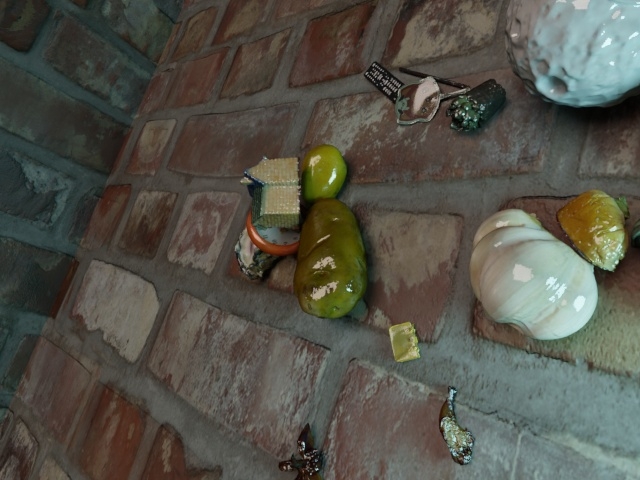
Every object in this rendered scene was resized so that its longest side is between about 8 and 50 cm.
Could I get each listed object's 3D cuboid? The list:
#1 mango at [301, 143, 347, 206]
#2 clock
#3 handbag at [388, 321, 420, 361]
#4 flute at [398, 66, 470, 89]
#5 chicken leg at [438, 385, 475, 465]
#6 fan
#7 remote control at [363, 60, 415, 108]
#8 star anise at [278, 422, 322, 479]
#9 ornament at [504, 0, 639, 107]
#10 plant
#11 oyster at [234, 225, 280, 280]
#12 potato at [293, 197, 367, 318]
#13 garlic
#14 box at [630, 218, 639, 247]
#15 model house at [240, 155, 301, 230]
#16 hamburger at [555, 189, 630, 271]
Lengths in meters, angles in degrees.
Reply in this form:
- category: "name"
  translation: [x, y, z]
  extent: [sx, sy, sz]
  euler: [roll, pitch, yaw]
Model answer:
- category: "mango"
  translation: [0.003, -0.193, 1.266]
  extent: [0.098, 0.137, 0.195]
  euler: [-149, 84, -86]
- category: "clock"
  translation: [-0.121, -0.044, 1.274]
  extent: [0.051, 0.205, 0.206]
  euler: [108, 157, -56]
- category: "handbag"
  translation: [0.196, 0.236, 0.974]
  extent: [0.061, 0.027, 0.084]
  euler: [-25, 59, 28]
- category: "flute"
  translation: [0.320, -0.469, 1.211]
  extent: [0.269, 0.014, 0.014]
  euler: [39, 96, 42]
- category: "chicken leg"
  translation: [0.268, 0.371, 0.846]
  extent: [0.062, 0.037, 0.145]
  euler: [-18, 58, 6]
- category: "fan"
  translation: [0.309, -0.396, 1.172]
  extent: [0.219, 0.009, 0.132]
  euler: [-2, 83, 36]
- category: "remote control"
  translation: [0.210, -0.482, 1.299]
  extent: [0.063, 0.025, 0.245]
  euler: [-44, 49, 16]
- category: "star anise"
  translation: [-0.058, 0.523, 0.972]
  extent: [0.158, 0.144, 0.141]
  euler: [29, 97, 42]
- category: "ornament"
  translation: [0.533, -0.422, 0.812]
  extent: [0.336, 0.337, 0.338]
  euler: [-17, 60, 32]
- category: "plant"
  translation: [0.386, -0.331, 1.047]
  extent: [0.143, 0.094, 0.092]
  euler: [-35, 65, 8]
- category: "oyster"
  translation: [-0.178, 0.003, 1.349]
  extent: [0.198, 0.092, 0.260]
  euler: [-1, 52, 36]
- category: "potato"
  translation: [0.025, 0.040, 1.127]
  extent: [0.196, 0.176, 0.370]
  euler: [123, 153, -52]
- category: "garlic"
  translation: [0.373, 0.067, 0.804]
  extent: [0.203, 0.184, 0.281]
  euler: [-55, 45, 26]
- category: "box"
  translation: [0.649, 0.032, 0.631]
  extent: [0.274, 0.138, 0.179]
  euler: [-15, 65, 34]
- category: "model house"
  translation: [-0.140, -0.126, 1.203]
  extent: [0.172, 0.166, 0.183]
  euler: [-1, 66, -5]
- category: "hamburger"
  translation: [0.500, -0.038, 0.765]
  extent: [0.176, 0.087, 0.102]
  euler: [-82, 8, -52]
